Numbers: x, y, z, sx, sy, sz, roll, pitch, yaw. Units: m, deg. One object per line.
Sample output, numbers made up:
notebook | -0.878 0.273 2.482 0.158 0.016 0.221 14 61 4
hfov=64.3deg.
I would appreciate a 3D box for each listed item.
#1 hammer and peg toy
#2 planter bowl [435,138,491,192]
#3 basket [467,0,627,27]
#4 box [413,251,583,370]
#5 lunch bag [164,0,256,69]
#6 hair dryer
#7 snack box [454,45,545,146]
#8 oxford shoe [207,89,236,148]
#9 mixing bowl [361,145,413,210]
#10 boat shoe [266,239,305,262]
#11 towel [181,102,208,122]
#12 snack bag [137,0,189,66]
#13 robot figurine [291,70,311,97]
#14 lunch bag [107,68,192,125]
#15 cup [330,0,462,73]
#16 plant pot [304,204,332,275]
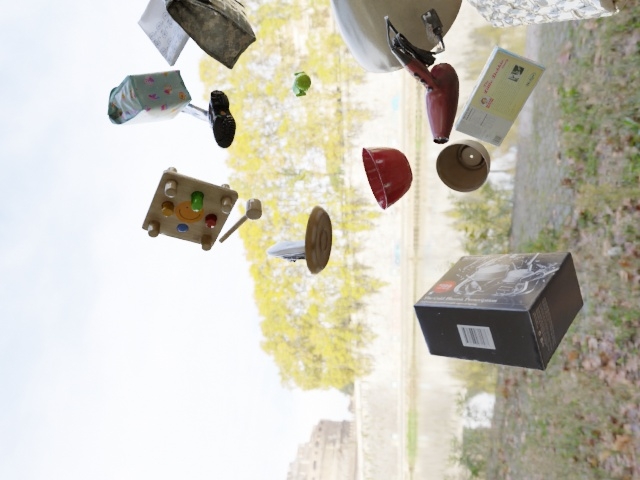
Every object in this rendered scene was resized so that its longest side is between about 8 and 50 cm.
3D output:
hammer and peg toy | -0.388 -0.079 1.710 0.266 0.361 0.127 -55 32 32
planter bowl | 0.449 -0.242 1.561 0.109 0.162 0.162 -44 -41 -44
basket | 0.282 -0.491 0.669 0.266 0.328 0.331 -53 20 12
box | 0.499 0.182 1.434 0.312 0.343 0.179 -34 -70 -40
lunch bag | -0.368 -0.727 1.615 0.287 0.169 0.235 27 -149 -40
hair dryer | 0.226 -0.352 1.122 0.223 0.080 0.293 -33 -76 -39
snack box | 0.650 -0.522 1.873 0.060 0.187 0.322 -75 7 -55
oxford shoe | -0.342 -0.398 1.749 0.096 0.083 0.227 130 136 -53
mixing bowl | 0.187 -0.181 1.368 0.181 0.098 0.181 160 90 -88
boat shoe | -0.102 0.045 1.830 0.080 0.228 0.076 -46 -63 -43
towel | -0.593 -0.587 2.264 0.209 0.285 0.034 36 -103 -88
snack bag | -0.589 -0.929 2.051 0.037 0.342 0.323 0 -131 -56
robot figurine | -0.073 -0.604 1.974 0.115 0.067 0.101 154 114 -73
lunch bag | -0.638 -0.509 1.870 0.223 0.262 0.160 -26 -83 -42
cup | 0.151 -0.625 1.261 0.237 0.331 0.331 28 -122 -47
plant pot | 0.000 0.000 1.688 0.236 0.032 0.236 4 -90 -73
